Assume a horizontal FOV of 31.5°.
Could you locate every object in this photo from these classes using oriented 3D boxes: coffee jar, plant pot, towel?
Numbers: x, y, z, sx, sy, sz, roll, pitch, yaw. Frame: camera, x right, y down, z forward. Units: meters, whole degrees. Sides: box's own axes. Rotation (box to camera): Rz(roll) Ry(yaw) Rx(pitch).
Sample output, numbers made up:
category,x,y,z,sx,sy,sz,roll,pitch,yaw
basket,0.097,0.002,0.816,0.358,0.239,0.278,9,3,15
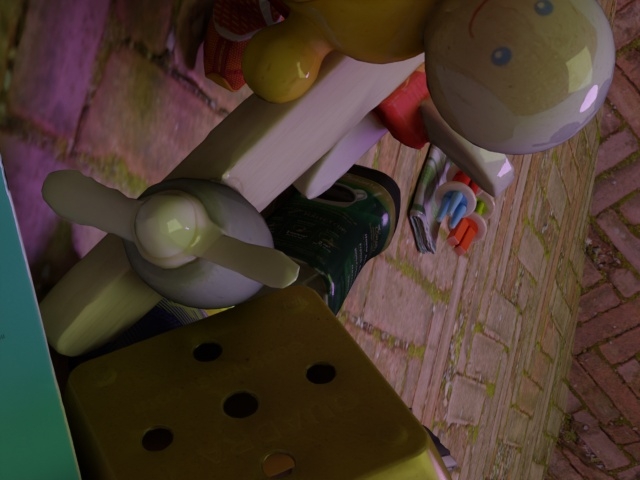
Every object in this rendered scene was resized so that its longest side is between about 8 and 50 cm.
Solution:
category,x,y,z,sx,sy,sz,roll,pitch,yaw
coffee jar,0.000,0.000,0.957,0.184,0.096,0.079,-49,149,-53
plant pot,-0.034,0.152,0.617,0.212,0.212,0.187,-19,129,-19
towel,0.150,-0.070,1.443,0.113,0.023,0.152,67,39,-60

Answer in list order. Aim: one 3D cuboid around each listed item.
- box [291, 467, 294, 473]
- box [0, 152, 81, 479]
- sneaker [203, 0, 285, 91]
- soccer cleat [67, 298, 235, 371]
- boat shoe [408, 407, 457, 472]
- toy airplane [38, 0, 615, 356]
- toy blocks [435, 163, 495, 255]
category,x,y,z,sx,sy,sz,roll,pitch,yaw
box,0.009,0.260,1.226,0.145,0.038,0.186,-38,135,-60
box,-0.161,0.038,0.508,0.060,0.100,0.244,-19,129,-20
sneaker,-0.038,-0.165,0.832,0.175,0.064,0.067,-45,163,-49
soccer cleat,-0.079,0.070,0.789,0.289,0.093,0.121,40,57,-69
boat shoe,0.039,0.217,1.126,0.112,0.095,0.335,-43,158,12
toy airplane,0.043,-0.118,0.593,0.384,0.272,0.386,-12,130,-37
toy blocks,0.179,-0.036,1.431,0.148,0.054,0.123,-57,149,-49
